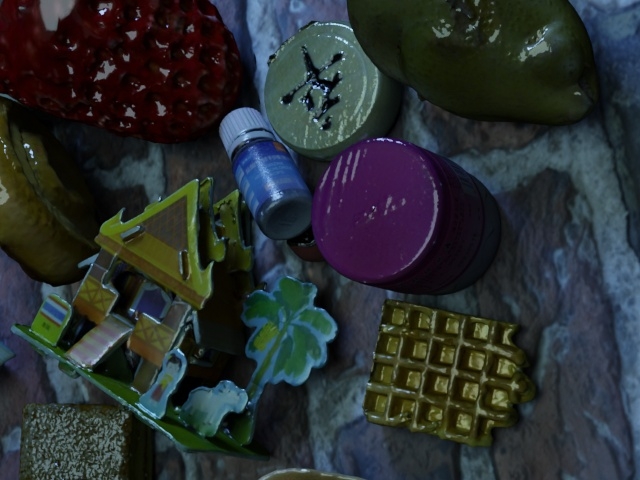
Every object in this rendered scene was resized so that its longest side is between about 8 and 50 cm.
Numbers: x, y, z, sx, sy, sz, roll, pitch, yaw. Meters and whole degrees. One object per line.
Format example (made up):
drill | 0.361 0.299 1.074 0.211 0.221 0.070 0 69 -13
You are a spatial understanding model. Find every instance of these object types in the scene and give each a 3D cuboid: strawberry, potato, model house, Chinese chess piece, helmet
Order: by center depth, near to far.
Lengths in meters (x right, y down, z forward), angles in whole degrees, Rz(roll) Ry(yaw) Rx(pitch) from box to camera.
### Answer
potato | 0.186 -0.256 1.477 0.351 0.202 0.218 36 135 23
model house | -0.164 0.084 1.612 0.357 0.242 0.313 30 95 31
helmet | 0.002 0.000 1.631 0.084 0.049 0.065 -27 25 7
Chinese chess piece | 0.015 -0.198 1.635 0.188 0.083 0.188 -5 79 28
strawberry | -0.274 -0.278 1.717 0.345 0.295 0.317 33 63 12

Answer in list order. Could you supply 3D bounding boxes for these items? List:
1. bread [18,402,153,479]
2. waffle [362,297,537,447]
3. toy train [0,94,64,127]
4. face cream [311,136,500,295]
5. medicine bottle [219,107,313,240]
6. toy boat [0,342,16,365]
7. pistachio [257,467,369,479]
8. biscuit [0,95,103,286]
bread | -0.328 0.344 1.733 0.184 0.110 0.234 -4 75 21
waffle | 0.163 0.167 1.511 0.211 0.055 0.160 11 87 30
toy train | -0.534 -0.212 1.910 0.326 0.159 0.129 -17 77 26
face cream | 0.108 -0.023 1.490 0.175 0.195 0.175 -6 79 30
medicine bottle | -0.075 -0.093 1.649 0.083 0.083 0.203 -45 46 17
toy boat | -0.592 0.104 1.914 0.332 0.145 0.133 34 72 28
pistachio | -0.016 0.393 1.489 0.321 0.229 0.238 -11 119 23
biscuit | -0.399 -0.075 1.734 0.102 0.296 0.296 -30 69 10
